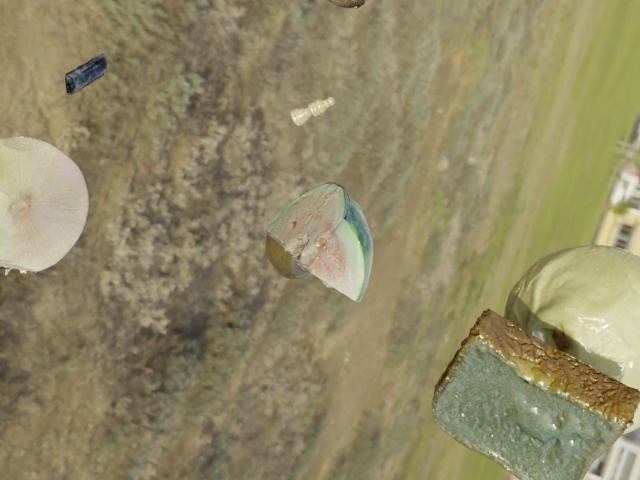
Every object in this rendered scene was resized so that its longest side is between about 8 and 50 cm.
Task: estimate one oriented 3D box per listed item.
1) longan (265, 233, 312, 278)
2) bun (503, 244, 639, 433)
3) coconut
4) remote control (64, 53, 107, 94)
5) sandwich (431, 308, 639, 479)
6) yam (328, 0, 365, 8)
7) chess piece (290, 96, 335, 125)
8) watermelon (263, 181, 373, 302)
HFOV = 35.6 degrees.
[{"bbox_3d":[-0.051,-0.006,2.424,0.185,0.159,0.204,-89,-167,-46],"label":"longan"},{"bbox_3d":[0.480,0.187,1.850,0.202,0.364,0.364,-1,112,-43],"label":"bun"},{"bbox_3d":[-0.467,-0.056,1.537,0.234,0.224,0.224,-138,-117,-69],"label":"coconut"},{"bbox_3d":[-0.371,-0.265,1.589,0.096,0.014,0.039,-47,148,-46],"label":"remote control"},{"bbox_3d":[0.346,0.286,1.692,0.099,0.301,0.271,-46,161,-49],"label":"sandwich"},{"bbox_3d":[0.086,-0.640,2.111,0.131,0.131,0.279,56,47,-70],"label":"yam"},{"bbox_3d":[-0.012,-0.260,1.966,0.035,0.092,0.035,42,36,-41],"label":"chess piece"},{"bbox_3d":[0.000,0.000,1.931,0.305,0.180,0.224,-148,-127,-66],"label":"watermelon"}]
